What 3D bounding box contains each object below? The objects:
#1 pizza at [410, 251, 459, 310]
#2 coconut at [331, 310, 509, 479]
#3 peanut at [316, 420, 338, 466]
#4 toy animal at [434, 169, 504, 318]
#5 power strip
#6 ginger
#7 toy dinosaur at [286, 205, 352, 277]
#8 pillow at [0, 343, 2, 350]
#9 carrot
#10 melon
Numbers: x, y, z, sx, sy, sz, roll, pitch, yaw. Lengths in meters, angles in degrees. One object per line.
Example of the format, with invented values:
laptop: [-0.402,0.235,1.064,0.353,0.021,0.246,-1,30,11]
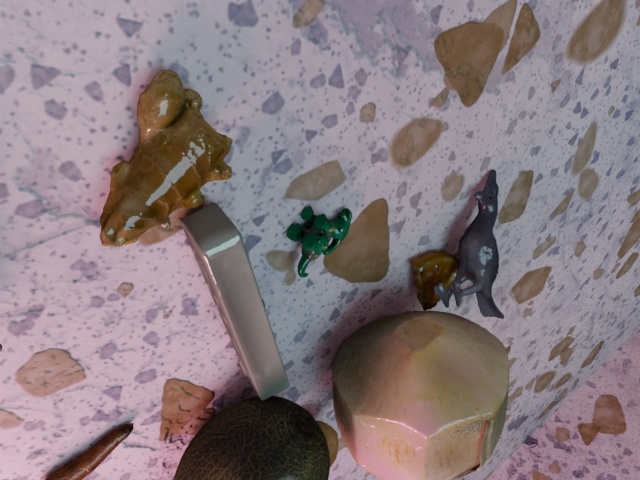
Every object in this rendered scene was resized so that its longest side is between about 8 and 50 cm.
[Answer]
pizza: [0.238,0.082,1.037,0.178,0.041,0.131,-6,118,-37]
coconut: [0.188,0.280,0.951,0.352,0.352,0.353,-21,131,-25]
peanut: [-0.071,0.512,1.049,0.149,0.149,0.313,19,102,-45]
toy animal: [0.313,0.064,1.006,0.205,0.081,0.367,-34,125,-35]
power strip: [-0.116,0.118,0.751,0.062,0.091,0.385,-27,134,-18]
ginger: [-0.173,-0.079,0.567,0.115,0.081,0.206,12,107,-57]
toy dinosaur: [0.000,0.000,0.783,0.096,0.059,0.132,28,93,-52]
pillow: [-0.482,0.115,0.464,0.223,0.084,0.236,-41,139,-9]
carrot: [-0.359,0.341,0.768,0.165,0.035,0.036,-35,136,-15]
melon: [-0.125,0.410,0.853,0.302,0.237,0.237,-47,138,14]
